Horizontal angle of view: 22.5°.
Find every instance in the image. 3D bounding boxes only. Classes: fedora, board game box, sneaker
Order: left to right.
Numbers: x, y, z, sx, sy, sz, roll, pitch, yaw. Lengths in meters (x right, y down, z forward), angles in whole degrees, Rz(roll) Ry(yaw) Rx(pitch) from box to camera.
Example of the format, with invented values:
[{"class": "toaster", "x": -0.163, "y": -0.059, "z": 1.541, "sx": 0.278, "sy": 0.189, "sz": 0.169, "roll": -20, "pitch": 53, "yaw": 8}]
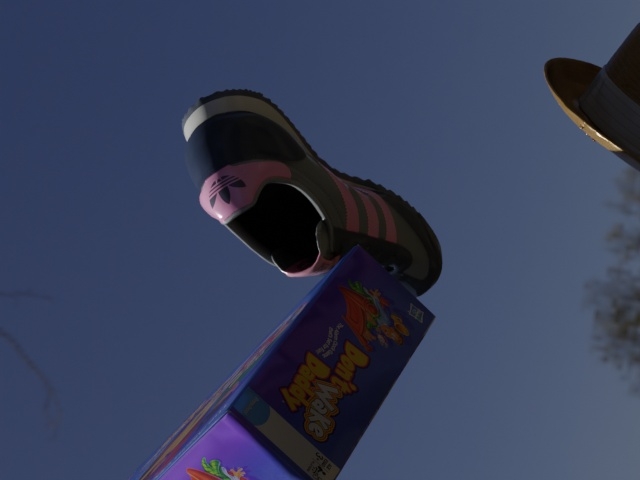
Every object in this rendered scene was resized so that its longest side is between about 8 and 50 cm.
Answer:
[{"class": "board game box", "x": -0.086, "y": 0.180, "z": 1.120, "sx": 0.347, "sy": 0.078, "sz": 0.233, "roll": -46, "pitch": 2, "yaw": 33}, {"class": "sneaker", "x": 0.000, "y": 0.000, "z": 1.406, "sx": 0.319, "sy": 0.112, "sz": 0.131, "roll": 32, "pitch": -147, "yaw": -38}, {"class": "fedora", "x": 0.238, "y": -0.085, "z": 1.010, "sx": 0.079, "sy": 0.194, "sz": 0.194, "roll": -62, "pitch": -12, "yaw": 23}]
